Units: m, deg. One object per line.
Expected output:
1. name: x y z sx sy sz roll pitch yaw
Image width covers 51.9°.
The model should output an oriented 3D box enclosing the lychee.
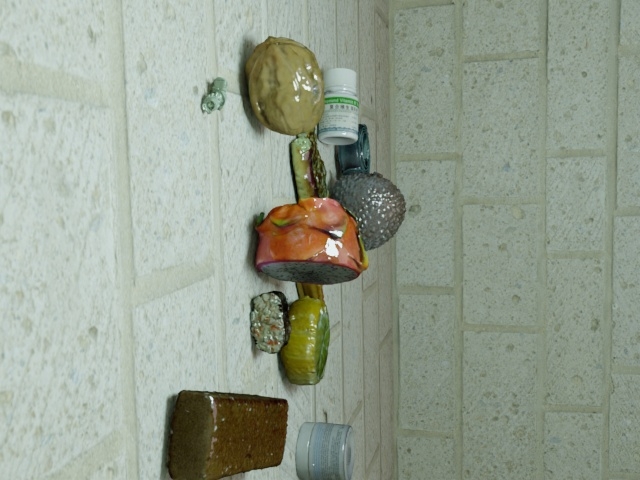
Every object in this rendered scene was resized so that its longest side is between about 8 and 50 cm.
1. lychee: 0.155 -0.108 2.321 0.300 0.300 0.299 0 90 -75

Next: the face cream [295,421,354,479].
1. face cream: 0.019 0.655 2.032 0.177 0.153 0.177 1 90 -76

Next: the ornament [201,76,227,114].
1. ornament: -0.214 -0.301 1.365 0.092 0.041 0.068 -84 -169 -68

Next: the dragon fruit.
1. dragon fruit: -0.031 -0.004 1.636 0.290 0.291 0.189 48 40 -68

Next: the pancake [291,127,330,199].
1. pancake: -0.010 -0.176 2.086 0.304 0.067 0.426 -75 158 -48

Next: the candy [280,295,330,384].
1. candy: -0.040 0.291 1.894 0.260 0.118 0.259 4 90 -79

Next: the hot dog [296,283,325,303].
1. hot dog: -0.030 0.165 1.999 0.061 0.088 0.285 -68 160 -52

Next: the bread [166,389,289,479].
1. bread: -0.181 0.397 1.358 0.416 0.113 0.165 43 48 -68

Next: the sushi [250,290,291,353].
1. sushi: -0.122 0.200 1.619 0.078 0.091 0.150 -11 99 -79

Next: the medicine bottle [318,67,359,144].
1. medicine bottle: 0.064 -0.450 2.220 0.139 0.139 0.236 24 68 -74

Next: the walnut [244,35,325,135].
1. walnut: -0.082 -0.364 1.576 0.198 0.198 0.244 -71 155 -51

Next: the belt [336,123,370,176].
1. belt: 0.126 -0.330 2.503 0.267 0.116 0.206 -71 153 -57
